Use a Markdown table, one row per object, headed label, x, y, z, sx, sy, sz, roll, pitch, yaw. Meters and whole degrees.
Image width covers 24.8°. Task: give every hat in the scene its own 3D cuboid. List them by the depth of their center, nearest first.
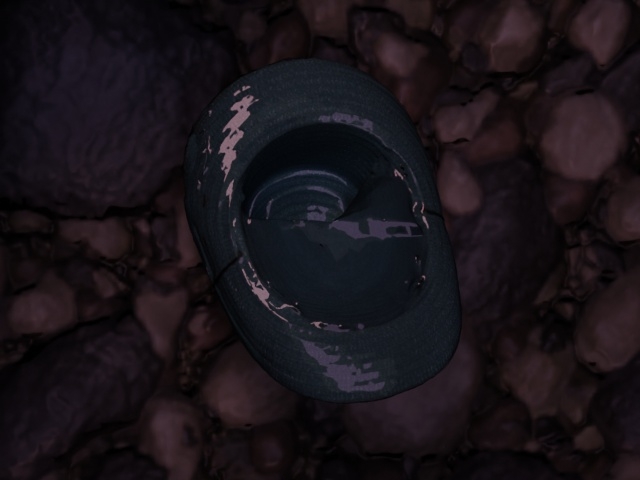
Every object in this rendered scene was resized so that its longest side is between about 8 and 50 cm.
| label | x | y | z | sx | sy | sz | roll | pitch | yaw |
| --- | --- | --- | --- | --- | --- | --- | --- | --- | --- |
| hat | 0.000 | 0.000 | 0.787 | 0.138 | 0.078 | 0.191 | -13 | 77 | -17 |
